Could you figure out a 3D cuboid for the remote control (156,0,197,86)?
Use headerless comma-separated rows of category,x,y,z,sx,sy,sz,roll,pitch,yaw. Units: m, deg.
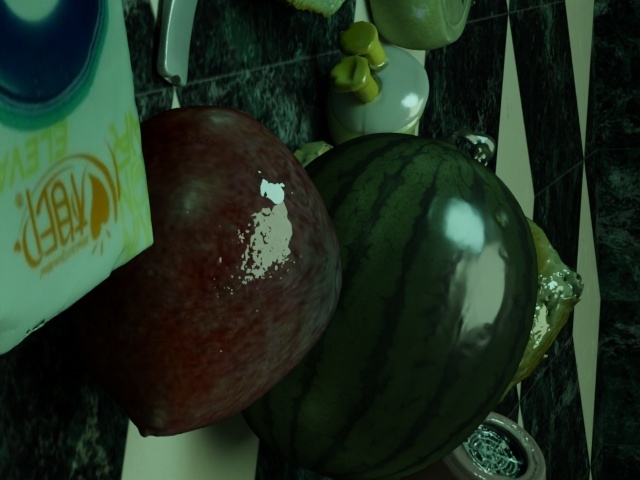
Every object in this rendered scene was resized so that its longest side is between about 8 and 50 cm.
remote control,-0.117,-0.228,1.401,0.050,0.027,0.184,32,61,-67

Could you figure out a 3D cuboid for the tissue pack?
tissue pack,-0.233,-0.131,0.880,0.287,0.162,0.388,-43,130,-60

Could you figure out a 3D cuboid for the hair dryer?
hair dryer,0.091,0.201,1.703,0.210,0.125,0.352,-62,-140,34

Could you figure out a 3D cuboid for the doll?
doll,0.063,-0.117,1.813,0.296,0.117,0.141,86,8,-55

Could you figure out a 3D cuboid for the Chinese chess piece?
Chinese chess piece,0.130,-0.351,1.983,0.238,0.092,0.238,3,90,-72

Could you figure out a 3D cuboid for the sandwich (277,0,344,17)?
sandwich,0.015,-0.328,1.580,0.215,0.065,0.186,-60,166,8

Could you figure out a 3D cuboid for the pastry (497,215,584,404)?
pastry,0.171,0.070,1.908,0.257,0.236,0.121,-52,148,-11

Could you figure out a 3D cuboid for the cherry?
cherry,-0.102,0.025,1.225,0.239,0.206,0.239,-36,148,-27

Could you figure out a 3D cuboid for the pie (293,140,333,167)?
pie,0.003,0.000,1.712,0.185,0.052,0.218,-32,118,-64

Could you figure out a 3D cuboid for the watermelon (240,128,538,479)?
watermelon,0.063,0.052,1.513,0.359,0.279,0.279,-67,159,1
